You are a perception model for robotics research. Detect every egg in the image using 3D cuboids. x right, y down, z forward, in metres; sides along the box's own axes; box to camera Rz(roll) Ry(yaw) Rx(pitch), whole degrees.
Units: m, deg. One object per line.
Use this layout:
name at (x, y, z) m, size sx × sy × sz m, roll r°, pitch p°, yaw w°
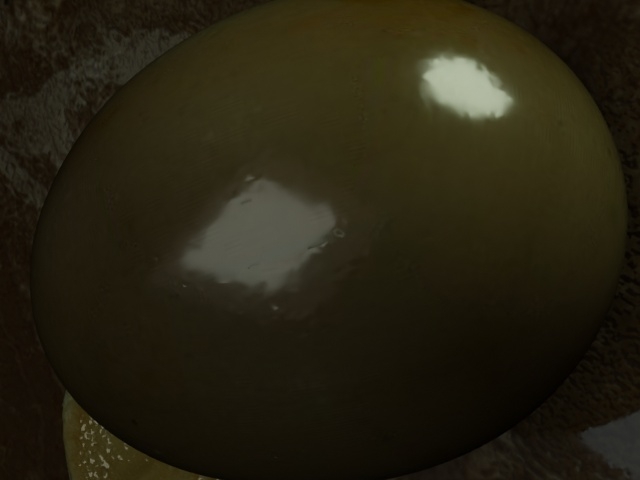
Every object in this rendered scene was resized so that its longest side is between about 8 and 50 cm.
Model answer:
egg at (0.000, 0.000, 0.698) m, size 0.373 × 0.301 × 0.301 m, roll -10°, pitch 81°, yaw 12°

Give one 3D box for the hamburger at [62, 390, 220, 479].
hamburger at (-0.106, 0.163, 0.882) m, size 0.213 × 0.108 × 0.214 m, roll -2°, pitch 87°, yaw 34°
